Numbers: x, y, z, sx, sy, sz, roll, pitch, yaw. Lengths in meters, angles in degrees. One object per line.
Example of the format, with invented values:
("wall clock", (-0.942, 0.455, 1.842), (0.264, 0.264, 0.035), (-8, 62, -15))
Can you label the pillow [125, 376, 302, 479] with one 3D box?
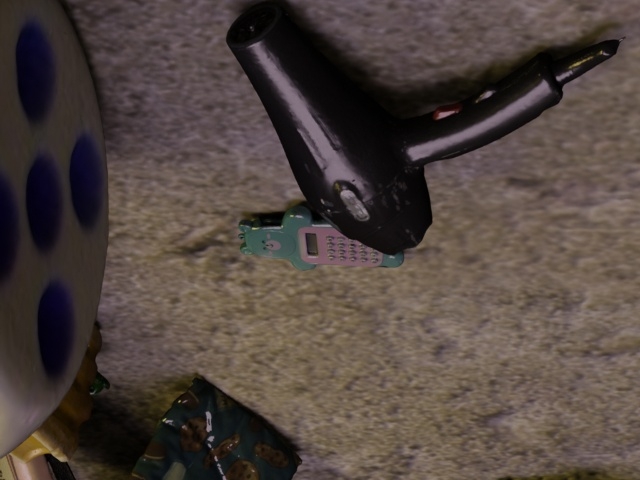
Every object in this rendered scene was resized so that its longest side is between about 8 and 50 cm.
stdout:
("pillow", (-0.136, 0.281, 1.755), (0.034, 0.255, 0.189), (21, 165, 49))

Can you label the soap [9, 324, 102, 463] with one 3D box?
("soap", (-0.285, 0.086, 1.561), (0.073, 0.140, 0.232), (-9, 144, 23))

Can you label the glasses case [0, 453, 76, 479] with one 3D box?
("glasses case", (-0.287, 0.272, 1.740), (0.122, 0.075, 0.314), (0, 121, 33))

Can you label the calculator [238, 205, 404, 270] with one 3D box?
("calculator", (0.000, 0.000, 1.486), (0.141, 0.019, 0.094), (3, 149, 6))

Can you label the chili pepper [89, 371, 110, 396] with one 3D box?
("chili pepper", (-0.282, 0.196, 1.778), (0.122, 0.065, 0.279), (39, 141, 20))

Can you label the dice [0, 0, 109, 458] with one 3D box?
("dice", (-0.316, -0.024, 1.250), (0.277, 0.304, 0.304), (-1, 146, 15))

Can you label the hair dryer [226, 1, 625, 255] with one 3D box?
("hair dryer", (0.087, -0.114, 1.274), (0.272, 0.091, 0.235), (-22, 128, 19))
